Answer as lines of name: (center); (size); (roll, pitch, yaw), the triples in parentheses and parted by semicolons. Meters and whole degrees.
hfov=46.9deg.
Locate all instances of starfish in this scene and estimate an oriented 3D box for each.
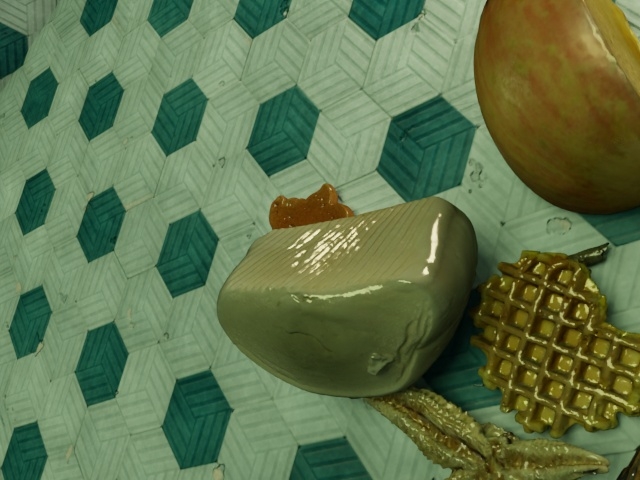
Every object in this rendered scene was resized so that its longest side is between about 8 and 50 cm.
starfish: (0.186, 0.359, 0.995); (0.432, 0.082, 0.324); (5, 81, 44)

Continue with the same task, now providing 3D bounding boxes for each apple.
apple: (0.346, -0.195, 0.983); (0.252, 0.314, 0.309); (-5, 64, -6)

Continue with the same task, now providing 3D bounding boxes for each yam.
yam: (0.337, 0.037, 1.016); (0.129, 0.027, 0.033); (-24, 22, 34)

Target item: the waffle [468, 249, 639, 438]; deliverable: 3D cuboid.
waffle: (0.313, 0.127, 0.971); (0.249, 0.056, 0.253); (-21, 70, 36)

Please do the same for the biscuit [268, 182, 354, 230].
biscuit: (0.000, 0.000, 1.305); (0.280, 0.043, 0.183); (38, 104, 37)

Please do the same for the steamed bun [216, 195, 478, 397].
steamed bun: (0.055, 0.096, 1.088); (0.384, 0.236, 0.247); (-10, 30, 32)

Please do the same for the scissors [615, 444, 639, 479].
scissors: (0.402, 0.217, 0.882); (0.017, 0.088, 0.220); (28, 82, 21)
